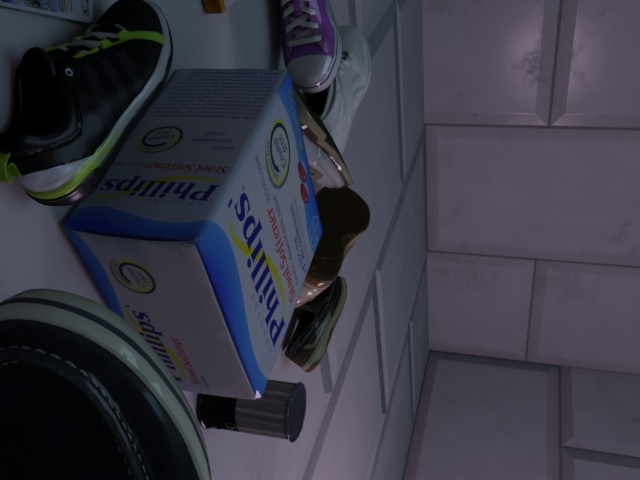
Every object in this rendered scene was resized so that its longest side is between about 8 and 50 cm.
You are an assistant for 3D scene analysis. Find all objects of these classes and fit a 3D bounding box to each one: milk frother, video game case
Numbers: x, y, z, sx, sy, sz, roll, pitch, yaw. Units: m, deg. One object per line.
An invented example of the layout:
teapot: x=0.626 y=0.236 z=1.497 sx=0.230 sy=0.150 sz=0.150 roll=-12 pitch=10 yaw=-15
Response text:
milk frother: x=-0.086 y=0.210 z=0.951 sx=0.129 sy=0.134 sz=0.143 roll=46 pitch=51 yaw=-69
video game case: x=-0.235 y=-0.236 z=0.552 sx=0.122 sy=0.011 sz=0.087 roll=-32 pitch=126 yaw=-70

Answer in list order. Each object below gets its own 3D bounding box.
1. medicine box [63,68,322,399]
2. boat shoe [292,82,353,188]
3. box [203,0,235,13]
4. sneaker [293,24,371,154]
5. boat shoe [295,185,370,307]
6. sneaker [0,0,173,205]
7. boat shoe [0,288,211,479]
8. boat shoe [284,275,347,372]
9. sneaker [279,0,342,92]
medicine box: x=-0.118 y=-0.012 z=0.763 sx=0.264 sy=0.149 sz=0.289 roll=78 pitch=22 yaw=-44
boat shoe: x=-0.032 y=-0.153 z=1.092 sx=0.113 sy=0.103 sz=0.302 roll=63 pitch=9 yaw=25
box: x=-0.124 y=-0.363 z=0.867 sx=0.136 sy=0.028 sz=0.081 roll=-69 pitch=157 yaw=-50
sneaker: x=0.027 y=-0.317 z=1.244 sx=0.169 sy=0.108 sz=0.293 roll=58 pitch=41 yaw=-68
boat shoe: x=0.000 y=0.000 z=1.263 sx=0.110 sy=0.121 sz=0.341 roll=-52 pitch=-178 yaw=36
sneaker: x=-0.201 y=-0.140 z=0.561 sx=0.097 sy=0.084 sz=0.235 roll=61 pitch=38 yaw=-56
boat shoe: x=-0.195 y=0.278 z=0.532 sx=0.156 sy=0.186 sz=0.501 roll=-62 pitch=157 yaw=-66
boat shoe: x=-0.010 y=0.148 z=1.290 sx=0.073 sy=0.080 sz=0.224 roll=34 pitch=52 yaw=-18
sneaker: x=-0.042 y=-0.386 z=1.034 sx=0.161 sy=0.102 sz=0.282 roll=13 pitch=71 yaw=-70
